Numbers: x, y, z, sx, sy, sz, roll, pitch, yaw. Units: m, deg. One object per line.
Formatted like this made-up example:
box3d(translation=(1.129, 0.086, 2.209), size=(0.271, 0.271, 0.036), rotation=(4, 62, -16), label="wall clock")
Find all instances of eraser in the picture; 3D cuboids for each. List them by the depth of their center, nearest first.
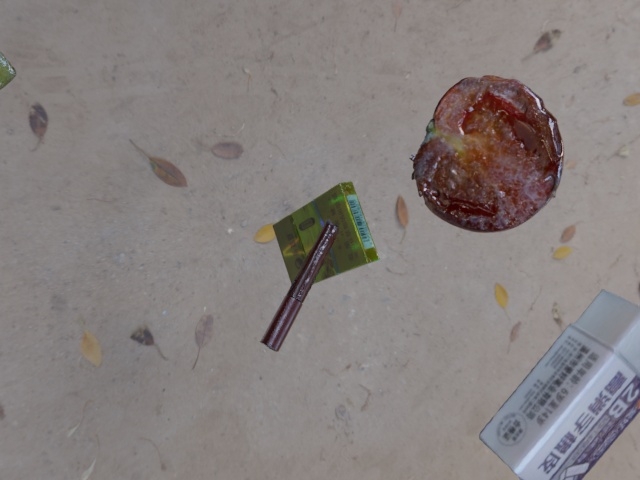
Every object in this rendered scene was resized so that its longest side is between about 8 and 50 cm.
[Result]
box3d(translation=(0.285, 0.170, 0.500), size=(0.124, 0.068, 0.210), rotation=(35, 94, -29), label="eraser")

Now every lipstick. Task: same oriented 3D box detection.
box3d(translation=(-0.021, 0.052, 0.568), size=(0.027, 0.027, 0.177), rotation=(31, 73, -10), label="lipstick")

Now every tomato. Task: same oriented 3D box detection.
box3d(translation=(0.345, -0.160, 0.917), size=(0.170, 0.308, 0.309), rotation=(2, 87, -56), label="tomato")

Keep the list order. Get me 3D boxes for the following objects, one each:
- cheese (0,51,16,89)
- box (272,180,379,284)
box3d(translation=(-0.366, -0.172, 0.467), size=(0.084, 0.041, 0.060), rotation=(-43, 113, -25), label="cheese")
box3d(translation=(0.000, 0.000, 0.719), size=(0.030, 0.193, 0.121), rotation=(-13, 81, -40), label="box")
